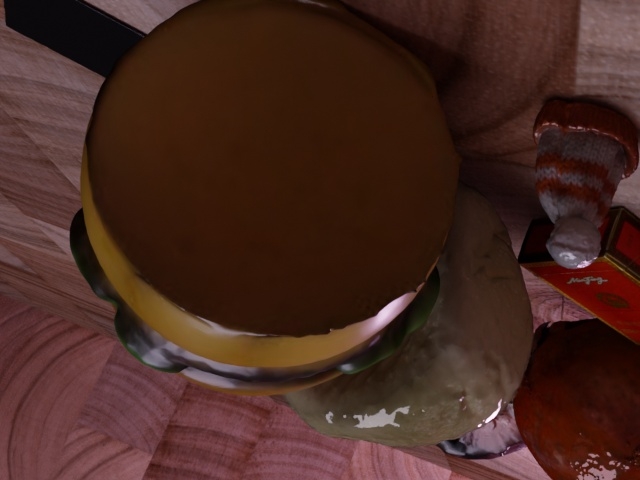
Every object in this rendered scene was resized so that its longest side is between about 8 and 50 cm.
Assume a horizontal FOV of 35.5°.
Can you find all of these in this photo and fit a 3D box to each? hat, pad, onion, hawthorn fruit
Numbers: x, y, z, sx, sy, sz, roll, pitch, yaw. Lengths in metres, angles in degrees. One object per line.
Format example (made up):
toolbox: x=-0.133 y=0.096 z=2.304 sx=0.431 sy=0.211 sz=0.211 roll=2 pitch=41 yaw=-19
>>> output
hat: x=0.247 y=-0.047 z=0.963 sx=0.112 sy=0.162 sz=0.093 roll=27 pitch=160 yaw=-20
pad: x=-0.279 y=-0.251 z=1.316 sx=0.299 sy=0.005 sz=0.202 roll=27 pitch=163 yaw=-9
onion: x=0.277 y=0.234 z=1.686 sx=0.272 sy=0.272 sz=0.195 roll=18 pitch=-157 yaw=20
hawthorn fruit: x=0.386 y=0.220 z=1.420 sx=0.307 sy=0.276 sz=0.276 roll=37 pitch=166 yaw=15

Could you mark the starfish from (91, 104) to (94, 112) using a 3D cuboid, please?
starfish: x=-0.182 y=-0.034 z=1.366 sx=0.347 sy=0.078 sz=0.358 roll=55 pitch=166 yaw=0

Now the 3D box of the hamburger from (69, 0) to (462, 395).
hamburger: x=-0.055 y=-0.023 z=1.030 sx=0.395 sy=0.396 sz=0.277 roll=24 pitch=159 yaw=2

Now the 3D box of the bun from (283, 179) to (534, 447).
bun: x=0.113 y=0.103 z=1.237 sx=0.352 sy=0.349 sz=0.227 roll=19 pitch=162 yaw=50

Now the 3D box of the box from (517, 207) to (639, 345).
box: x=0.380 y=0.051 z=1.227 sx=0.239 sy=0.074 sz=0.153 roll=32 pitch=165 yaw=-25
